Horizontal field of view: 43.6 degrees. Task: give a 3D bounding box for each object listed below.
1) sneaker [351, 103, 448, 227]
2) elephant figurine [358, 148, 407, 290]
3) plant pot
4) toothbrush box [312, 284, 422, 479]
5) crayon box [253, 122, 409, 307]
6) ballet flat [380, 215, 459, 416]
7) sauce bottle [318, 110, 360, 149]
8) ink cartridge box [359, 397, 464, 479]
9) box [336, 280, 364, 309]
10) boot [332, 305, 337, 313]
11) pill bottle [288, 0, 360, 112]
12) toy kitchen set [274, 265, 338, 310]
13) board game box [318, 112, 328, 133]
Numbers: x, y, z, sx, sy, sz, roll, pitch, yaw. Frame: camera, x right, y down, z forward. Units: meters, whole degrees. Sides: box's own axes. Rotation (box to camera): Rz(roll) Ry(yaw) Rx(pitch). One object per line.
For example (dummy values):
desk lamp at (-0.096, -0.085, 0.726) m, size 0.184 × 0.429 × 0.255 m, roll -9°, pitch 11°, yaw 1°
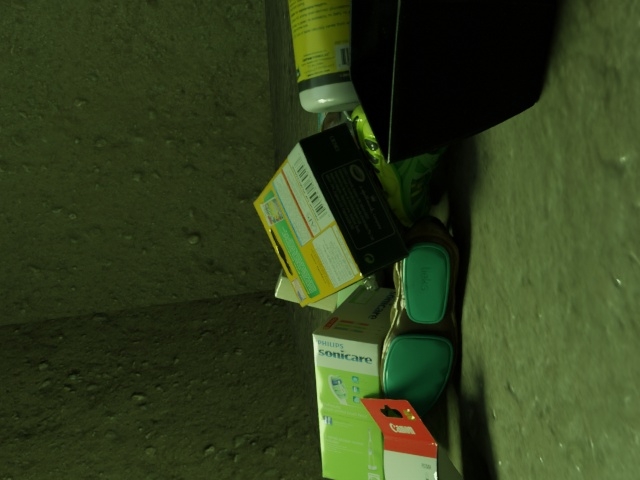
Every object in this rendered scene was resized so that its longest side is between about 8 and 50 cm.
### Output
sneaker at (0.133, -0.111, 1.134) m, size 0.109 × 0.123 × 0.295 m, roll 65°, pitch -177°, yaw 25°
elephant figurine at (0.090, -0.044, 1.374) m, size 0.239 × 0.186 × 0.169 m, roll 42°, pitch -172°, yaw 26°
plant pot at (0.130, -0.212, 0.814) m, size 0.188 × 0.167 × 0.187 m, roll -104°, pitch 10°, yaw -48°
toothbrush box at (0.089, 0.249, 1.386) m, size 0.206 × 0.122 × 0.283 m, roll -40°, pitch -48°, yaw -57°
crayon box at (0.003, -0.024, 1.211) m, size 0.203 × 0.083 × 0.323 m, roll 65°, pitch 160°, yaw 4°
ballet flat at (0.154, 0.110, 1.215) m, size 0.124 × 0.116 × 0.342 m, roll -72°, pitch -17°, yaw -57°
sauce bottle at (0.054, -0.211, 1.593) m, size 0.344 × 0.111 × 0.111 m, roll 133°, pitch 129°, yaw -78°
ink cartridge box at (0.139, 0.341, 1.194) m, size 0.224 × 0.056 × 0.181 m, roll 54°, pitch 157°, yaw -4°
box at (0.072, 0.207, 1.603) m, size 0.232 × 0.058 × 0.322 m, roll -30°, pitch -57°, yaw -77°
boot at (0.052, 0.080, 1.942) m, size 0.262 × 0.095 × 0.203 m, roll 85°, pitch 174°, yaw -46°
pill bottle at (0.044, -0.372, 1.220) m, size 0.188 × 0.188 × 0.334 m, roll -157°, pitch 61°, yaw -81°
toy kitchen set at (0.000, 0.000, 1.577) m, size 0.166 × 0.122 × 0.207 m, roll -89°, pitch 17°, yaw -59°
board game box at (0.037, -0.218, 1.910) m, size 0.193 × 0.053 × 0.305 m, roll -108°, pitch 13°, yaw -50°
